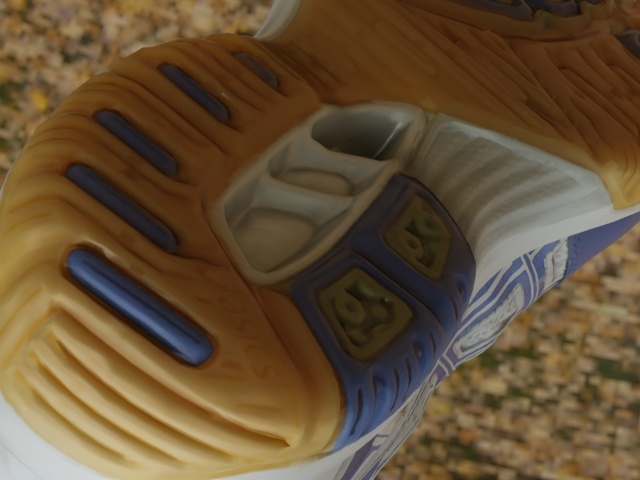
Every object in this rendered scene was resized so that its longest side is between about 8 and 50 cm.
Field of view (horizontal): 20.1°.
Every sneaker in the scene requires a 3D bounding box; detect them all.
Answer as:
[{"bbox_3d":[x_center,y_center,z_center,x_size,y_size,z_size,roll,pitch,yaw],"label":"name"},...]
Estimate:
[{"bbox_3d":[0.000,0.000,0.449,0.112,0.296,0.131,44,126,12],"label":"sneaker"}]
